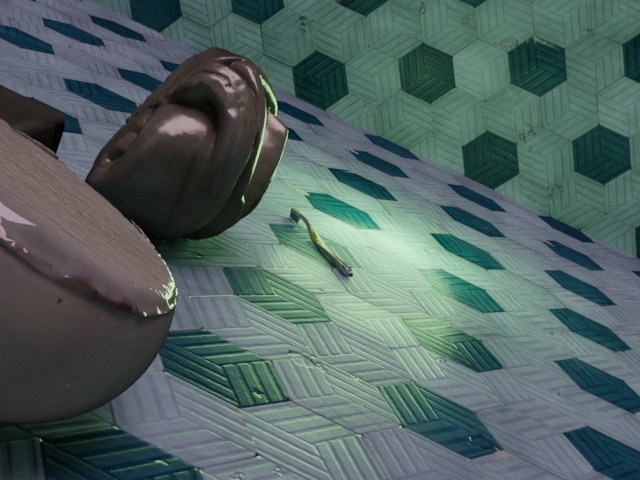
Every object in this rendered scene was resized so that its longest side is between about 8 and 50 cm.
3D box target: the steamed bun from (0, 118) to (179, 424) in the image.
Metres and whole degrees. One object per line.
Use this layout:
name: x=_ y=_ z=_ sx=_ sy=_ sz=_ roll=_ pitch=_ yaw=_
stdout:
steamed bun: x=-0.336 y=0.036 z=1.008 sx=0.374 sy=0.241 sz=0.374 roll=37 pitch=7 yaw=-5

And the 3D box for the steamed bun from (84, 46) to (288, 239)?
steamed bun: x=-0.200 y=-0.140 z=1.670 sx=0.255 sy=0.342 sz=0.368 roll=45 pitch=4 yaw=-19

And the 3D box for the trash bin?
trash bin: x=-0.536 y=-0.157 z=1.553 sx=0.164 sy=0.122 sz=0.240 roll=27 pitch=19 yaw=9

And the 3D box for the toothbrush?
toothbrush: x=0.000 y=0.000 z=1.969 sx=0.022 sy=0.026 sz=0.263 roll=6 pitch=24 yaw=-32
